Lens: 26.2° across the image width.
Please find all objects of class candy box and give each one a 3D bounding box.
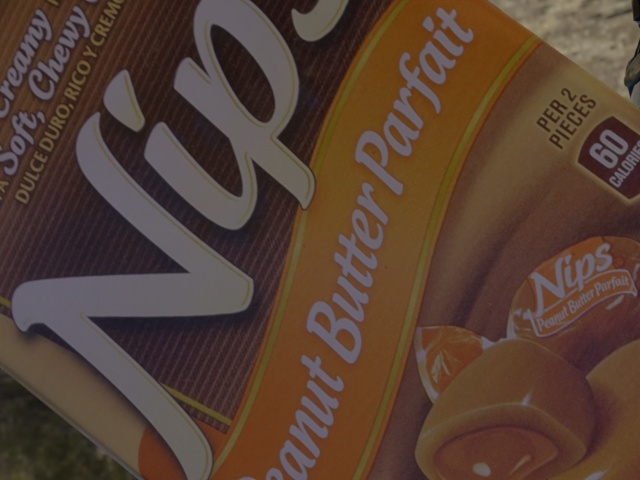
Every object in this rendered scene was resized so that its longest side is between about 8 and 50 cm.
[{"bbox_3d":[0.000,0.000,0.451,0.183,0.316,0.087,-53,173,4],"label":"candy box"}]

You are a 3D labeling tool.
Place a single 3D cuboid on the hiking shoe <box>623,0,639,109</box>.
[{"bbox_3d":[0.169,-0.119,0.605,0.113,0.132,0.304,-43,-173,46],"label":"hiking shoe"}]
